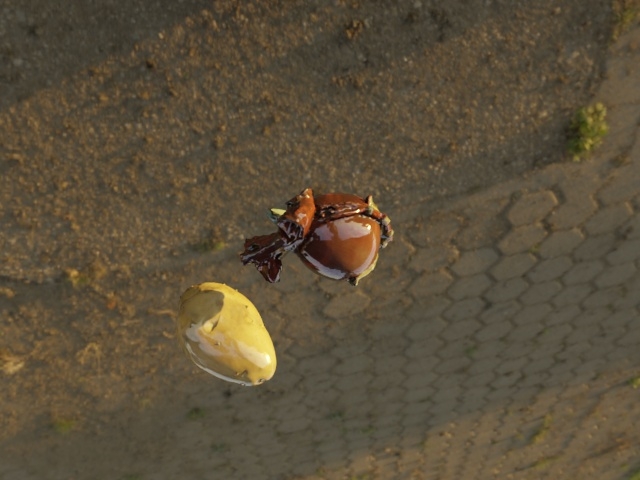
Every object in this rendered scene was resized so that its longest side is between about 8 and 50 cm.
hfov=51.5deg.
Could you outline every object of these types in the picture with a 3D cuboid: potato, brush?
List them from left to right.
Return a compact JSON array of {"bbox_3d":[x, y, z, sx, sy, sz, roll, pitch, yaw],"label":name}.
[{"bbox_3d":[-0.189,0.179,1.256,0.161,0.235,0.128,-29,159,0],"label":"potato"},{"bbox_3d":[-0.057,-0.033,1.295,0.060,0.068,0.297,-51,172,12],"label":"brush"}]

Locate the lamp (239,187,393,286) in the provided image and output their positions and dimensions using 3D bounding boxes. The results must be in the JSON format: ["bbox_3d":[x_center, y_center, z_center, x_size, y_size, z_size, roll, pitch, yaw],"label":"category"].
[{"bbox_3d":[0.003,-0.007,1.121,0.223,0.151,0.215,26,131,-15],"label":"lamp"}]
